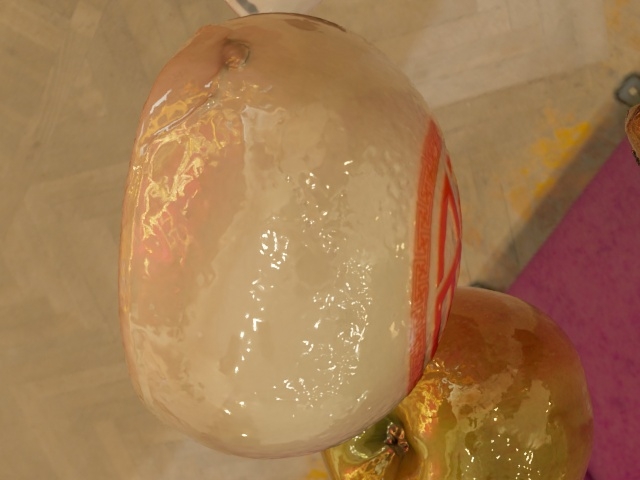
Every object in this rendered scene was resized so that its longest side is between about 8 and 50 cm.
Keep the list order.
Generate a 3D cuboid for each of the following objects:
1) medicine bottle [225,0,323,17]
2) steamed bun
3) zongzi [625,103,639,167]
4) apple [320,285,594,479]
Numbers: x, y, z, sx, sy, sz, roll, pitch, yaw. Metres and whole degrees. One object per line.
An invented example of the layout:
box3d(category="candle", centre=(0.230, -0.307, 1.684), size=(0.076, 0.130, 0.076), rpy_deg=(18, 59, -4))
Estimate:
box3d(category="medicine bottle", centre=(-0.009, -0.363, 1.012), size=(0.139, 0.139, 0.237), rpy_deg=(41, 126, -21))
box3d(category="steamed bun", centre=(0.000, 0.000, 0.542), size=(0.177, 0.283, 0.283), rpy_deg=(6, 121, 9))
box3d(category="zongzi", centre=(0.465, -0.141, 0.876), size=(0.260, 0.289, 0.123), rpy_deg=(-16, 91, 9))
box3d(category="apple", centre=(0.147, 0.226, 1.026), size=(0.338, 0.305, 0.338), rpy_deg=(14, 112, 38))
